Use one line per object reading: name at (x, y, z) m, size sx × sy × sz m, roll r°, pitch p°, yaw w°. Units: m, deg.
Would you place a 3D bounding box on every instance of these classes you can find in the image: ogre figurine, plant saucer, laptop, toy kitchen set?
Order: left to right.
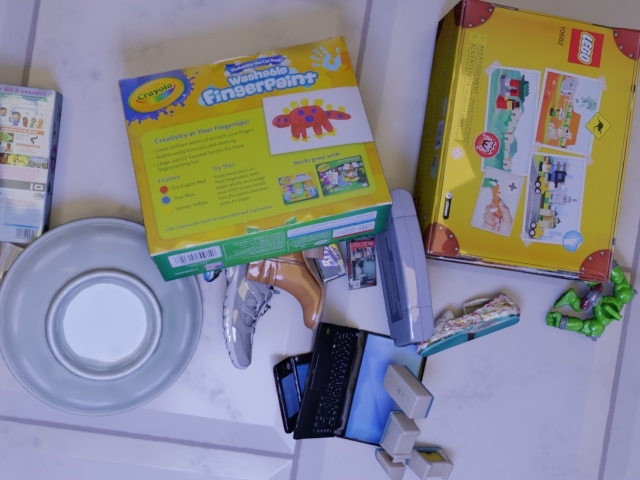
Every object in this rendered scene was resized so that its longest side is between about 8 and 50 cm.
plant saucer at (-0.419, 0.157, 1.651) m, size 0.400 × 0.100 × 0.401 m, roll -2°, pitch 98°, yaw -17°
laptop at (0.087, 0.302, 1.728) m, size 0.136 × 0.264 × 0.234 m, roll 10°, pitch 85°, yaw 31°
toy kitchen set at (0.204, 0.375, 1.750) m, size 0.166 × 0.122 × 0.207 m, roll 7°, pitch 111°, yaw -29°
ogre figurine at (0.578, 0.128, 1.803) m, size 0.118 × 0.097 × 0.197 m, roll 40°, pitch 76°, yaw 6°

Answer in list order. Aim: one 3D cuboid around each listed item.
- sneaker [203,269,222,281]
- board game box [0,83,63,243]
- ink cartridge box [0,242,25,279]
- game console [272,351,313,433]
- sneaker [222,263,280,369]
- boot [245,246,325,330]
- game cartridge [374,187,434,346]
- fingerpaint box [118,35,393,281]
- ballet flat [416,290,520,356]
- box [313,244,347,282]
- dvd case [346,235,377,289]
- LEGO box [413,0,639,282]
sneaker at (-0.243, 0.007, 1.744) m, size 0.073 × 0.063 × 0.162 m, roll -11°, pitch 88°, yaw 13°
board game box at (-0.637, -0.154, 1.675) m, size 0.224 × 0.097 × 0.303 m, roll 7°, pitch 92°, yaw -7°
ink cartridge box at (-0.551, 0.126, 1.714) m, size 0.224 × 0.056 × 0.181 m, roll 22°, pitch 89°, yaw -2°
game console at (-0.028, 0.310, 1.753) m, size 0.085 × 0.124 × 0.144 m, roll -10°, pitch 92°, yaw 21°
sneaker at (-0.139, 0.121, 1.724) m, size 0.115 × 0.105 × 0.281 m, roll 2°, pitch 90°, yaw -5°
boot at (-0.071, 0.080, 1.684) m, size 0.152 × 0.073 × 0.197 m, roll 2°, pitch 77°, yaw -13°
game cartridge at (0.161, 0.057, 1.681) m, size 0.062 × 0.198 × 0.297 m, roll -6°, pitch 81°, yaw -13°
fingerpaint box at (-0.127, -0.158, 1.637) m, size 0.444 × 0.163 × 0.371 m, roll -13°, pitch 70°, yaw -6°
ballet flat at (0.302, 0.173, 1.793) m, size 0.241 × 0.091 × 0.077 m, roll -18°, pitch 63°, yaw -9°
box at (0.000, 0.000, 1.759) m, size 0.054 × 0.059 × 0.169 m, roll -21°, pitch 93°, yaw -5°
dvd case at (0.085, 0.039, 1.764) m, size 0.087 × 0.013 × 0.120 m, roll -6°, pitch 92°, yaw -51°
LEGO box at (0.401, -0.189, 1.706) m, size 0.372 × 0.193 × 0.500 m, roll 9°, pitch 89°, yaw -8°
